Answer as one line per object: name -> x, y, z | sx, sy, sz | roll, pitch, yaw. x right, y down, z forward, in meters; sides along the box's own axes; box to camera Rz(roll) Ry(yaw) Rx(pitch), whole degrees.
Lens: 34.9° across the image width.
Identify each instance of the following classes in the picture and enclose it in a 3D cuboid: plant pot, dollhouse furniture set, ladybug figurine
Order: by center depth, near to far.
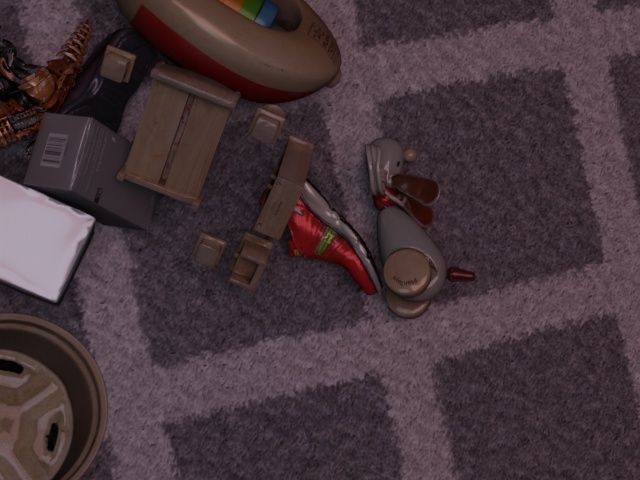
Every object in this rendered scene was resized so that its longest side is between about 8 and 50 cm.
plant pot -> -0.491, 0.276, 1.565 | 0.334, 0.305, 0.333 | 1, 85, -14
dollhouse furniture set -> -0.206, -0.133, 1.666 | 0.356, 0.174, 0.303 | 23, 117, -6
ladybug figurine -> -0.168, -0.374, 1.740 | 0.449, 0.162, 0.305 | 32, 34, -10

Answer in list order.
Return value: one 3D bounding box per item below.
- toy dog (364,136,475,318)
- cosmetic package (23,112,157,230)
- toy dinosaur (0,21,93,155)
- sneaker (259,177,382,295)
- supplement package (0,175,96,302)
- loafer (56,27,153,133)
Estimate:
toy dog -> 0.178, -0.027, 1.813 | 0.161, 0.220, 0.333 | -8, 92, 2
cosmetic package -> -0.362, -0.108, 1.661 | 0.107, 0.238, 0.127 | 8, 80, 26
toy dinosaur -> -0.499, -0.245, 1.669 | 0.218, 0.164, 0.322 | 36, 42, 9
sneaker -> 0.000, 0.000, 1.831 | 0.118, 0.107, 0.279 | -42, 92, 5
supplement package -> -0.481, 0.002, 1.644 | 0.194, 0.203, 0.149 | 25, 80, -10
loafer -> -0.398, -0.235, 1.757 | 0.109, 0.095, 0.302 | 38, 81, -39
